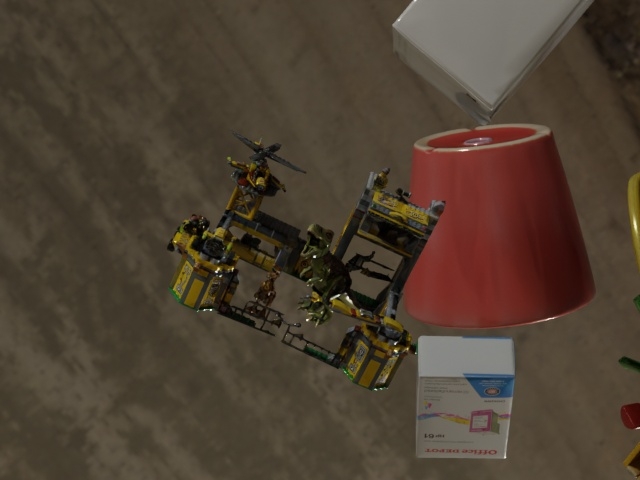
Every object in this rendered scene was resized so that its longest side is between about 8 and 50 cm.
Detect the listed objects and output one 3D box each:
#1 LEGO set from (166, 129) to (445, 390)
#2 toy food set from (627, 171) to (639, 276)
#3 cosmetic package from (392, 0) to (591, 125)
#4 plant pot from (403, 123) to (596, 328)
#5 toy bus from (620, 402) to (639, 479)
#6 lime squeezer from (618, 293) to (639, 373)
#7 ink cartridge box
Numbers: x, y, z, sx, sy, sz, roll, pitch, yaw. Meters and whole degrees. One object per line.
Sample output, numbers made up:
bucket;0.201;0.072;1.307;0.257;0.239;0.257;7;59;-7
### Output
LEGO set;0.000;0.000;1.507;0.331;0.192;0.255;28;-153;5
toy food set;0.266;0.051;0.862;0.128;0.071;0.218;-57;-50;-61
cosmetic package;0.253;-0.320;1.484;0.155;0.365;0.197;41;180;3
plant pot;0.238;-0.029;1.828;0.275;0.275;0.243;-155;55;-67
toy bus;0.499;0.270;1.697;0.191;0.202;0.104;16;136;-5
lime squeezer;0.479;0.164;1.842;0.310;0.059;0.110;66;-178;-67
ink cartridge box;0.134;0.149;1.214;0.052;0.088;0.122;-86;-5;-46
